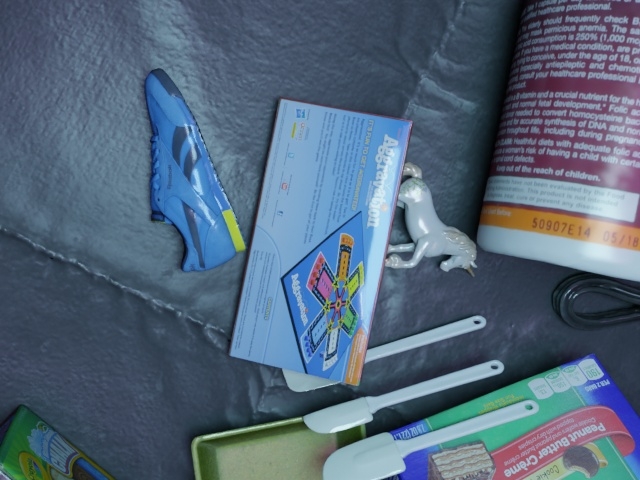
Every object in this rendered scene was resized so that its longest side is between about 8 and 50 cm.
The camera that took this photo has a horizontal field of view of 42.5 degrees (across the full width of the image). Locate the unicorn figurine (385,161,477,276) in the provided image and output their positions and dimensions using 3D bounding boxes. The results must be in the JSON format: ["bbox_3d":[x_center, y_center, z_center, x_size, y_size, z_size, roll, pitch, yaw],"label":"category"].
[{"bbox_3d":[0.108,-0.011,0.906,0.111,0.060,0.162,-19,101,-7],"label":"unicorn figurine"}]

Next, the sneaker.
[{"bbox_3d":[-0.147,-0.068,0.837,0.082,0.069,0.209,-22,99,-7],"label":"sneaker"}]

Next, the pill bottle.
[{"bbox_3d":[0.310,-0.161,0.858,0.224,0.224,0.392,11,92,-14],"label":"pill bottle"}]

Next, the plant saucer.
[{"bbox_3d":[-0.038,0.282,0.900,0.188,0.045,0.188,-8,96,-13],"label":"plant saucer"}]

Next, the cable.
[{"bbox_3d":[0.421,0.068,1.004,0.287,0.072,0.139,-13,114,0],"label":"cable"}]

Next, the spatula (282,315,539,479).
[{"bbox_3d":[0.094,0.159,0.883,0.242,0.168,0.019,-16,138,-10],"label":"spatula"}]

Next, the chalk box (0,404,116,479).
[{"bbox_3d":[-0.292,0.289,0.774,0.180,0.179,0.289,-46,102,-5],"label":"chalk box"}]

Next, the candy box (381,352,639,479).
[{"bbox_3d":[0.241,0.310,0.838,0.268,0.122,0.317,-18,54,-12],"label":"candy box"}]

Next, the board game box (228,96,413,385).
[{"bbox_3d":[0.000,0.000,0.872,0.145,0.027,0.281,12,92,10],"label":"board game box"}]
